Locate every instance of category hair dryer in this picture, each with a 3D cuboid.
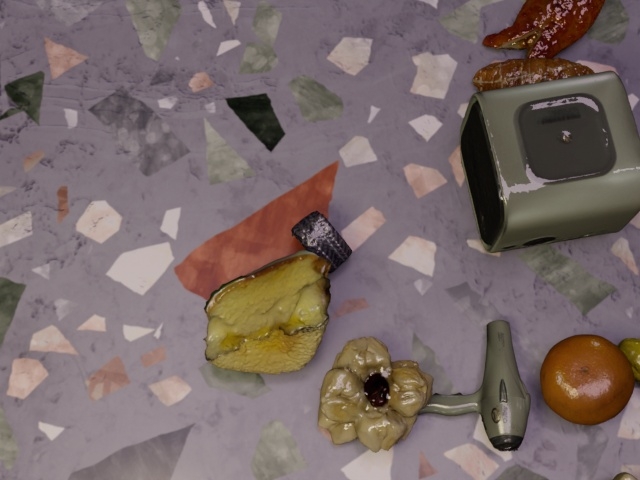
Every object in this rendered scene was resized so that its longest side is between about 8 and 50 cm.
[{"bbox_3d":[0.263,0.234,1.860,0.224,0.088,0.219,14,66,18],"label":"hair dryer"}]

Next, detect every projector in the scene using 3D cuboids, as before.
[{"bbox_3d":[0.393,-0.132,1.869,0.249,0.248,0.248,-10,74,-5],"label":"projector"}]

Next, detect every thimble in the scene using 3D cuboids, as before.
[{"bbox_3d":[0.001,0.002,1.903,0.066,0.095,0.104,-41,114,-3],"label":"thimble"}]

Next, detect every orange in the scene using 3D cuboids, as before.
[{"bbox_3d":[0.450,0.237,1.828,0.156,0.124,0.156,-6,64,12],"label":"orange"}]

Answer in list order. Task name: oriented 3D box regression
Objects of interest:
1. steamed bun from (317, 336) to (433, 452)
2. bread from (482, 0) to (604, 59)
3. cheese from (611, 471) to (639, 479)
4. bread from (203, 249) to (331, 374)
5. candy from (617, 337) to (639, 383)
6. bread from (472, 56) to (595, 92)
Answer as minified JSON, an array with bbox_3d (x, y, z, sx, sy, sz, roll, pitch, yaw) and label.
[{"bbox_3d":[0.078,0.261,1.804,0.177,0.106,0.192,31,81,20],"label":"steamed bun"},{"bbox_3d":[0.439,-0.428,2.043,0.139,0.095,0.269,42,81,18],"label":"bread"},{"bbox_3d":[0.522,0.547,1.735,0.265,0.124,0.242,39,75,10],"label":"cheese"},{"bbox_3d":[-0.063,0.138,1.835,0.251,0.133,0.174,-24,42,20],"label":"bread"},{"bbox_3d":[0.600,0.228,1.849,0.198,0.094,0.106,29,63,9],"label":"candy"},{"bbox_3d":[0.395,-0.284,1.991,0.233,0.076,0.105,4,111,13],"label":"bread"}]
